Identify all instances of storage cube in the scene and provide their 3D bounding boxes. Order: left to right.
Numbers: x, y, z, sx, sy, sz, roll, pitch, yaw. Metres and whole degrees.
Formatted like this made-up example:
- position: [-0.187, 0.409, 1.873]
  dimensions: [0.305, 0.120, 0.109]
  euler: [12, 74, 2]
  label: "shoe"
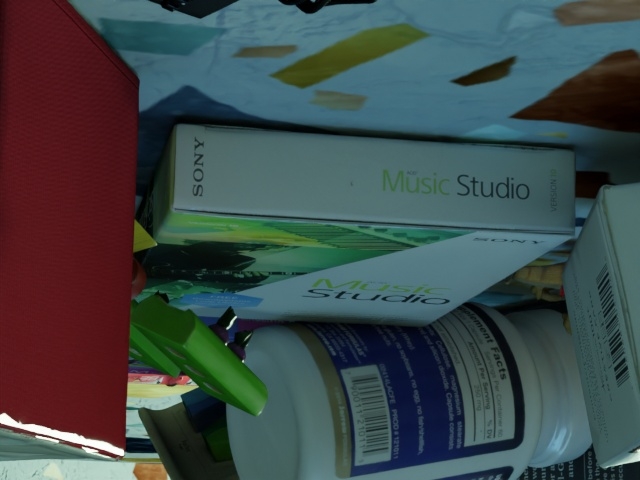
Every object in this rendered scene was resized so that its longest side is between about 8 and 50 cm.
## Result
- position: [-0.196, -0.005, 0.727]
  dimensions: [0.183, 0.193, 0.215]
  euler: [-1, 168, 11]
  label: "storage cube"

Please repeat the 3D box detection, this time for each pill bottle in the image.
- position: [0.074, 0.127, 1.262]
  dimensions: [0.264, 0.153, 0.153]
  euler: [-5, 172, -28]
  label: "pill bottle"

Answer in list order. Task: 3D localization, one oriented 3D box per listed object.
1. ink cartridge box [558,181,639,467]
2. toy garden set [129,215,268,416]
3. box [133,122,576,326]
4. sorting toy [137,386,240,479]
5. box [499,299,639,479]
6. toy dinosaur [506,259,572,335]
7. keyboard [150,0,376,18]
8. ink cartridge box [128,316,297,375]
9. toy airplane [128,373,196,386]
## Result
- position: [0.302, 0.036, 0.916]
  dimensions: [0.309, 0.130, 0.272]
  euler: [-9, 168, 1]
  label: "ink cartridge box"
- position: [-0.158, 0.003, 0.982]
  dimensions: [0.244, 0.049, 0.204]
  euler: [22, 163, 32]
  label: "toy garden set"
- position: [0.000, 0.000, 1.047]
  dimensions: [0.232, 0.059, 0.322]
  euler: [3, 166, -11]
  label: "box"
- position: [-0.028, 0.156, 1.426]
  dimensions: [0.229, 0.041, 0.307]
  euler: [-19, -163, -11]
  label: "sorting toy"
- position: [0.263, 0.181, 1.495]
  dimensions: [0.293, 0.212, 0.395]
  euler: [8, 167, -31]
  label: "box"
- position: [0.189, 0.025, 1.181]
  dimensions: [0.211, 0.064, 0.112]
  euler: [-3, 153, -26]
  label: "toy dinosaur"
- position: [-0.008, -0.107, 0.607]
  dimensions: [0.100, 0.038, 0.192]
  euler: [10, 166, -35]
  label: "keyboard"
- position: [-0.127, 0.065, 1.355]
  dimensions: [0.185, 0.065, 0.311]
  euler: [4, 166, -14]
  label: "ink cartridge box"
- position: [-0.150, 0.139, 1.757]
  dimensions: [0.151, 0.028, 0.151]
  euler: [0, 168, 0]
  label: "toy airplane"
